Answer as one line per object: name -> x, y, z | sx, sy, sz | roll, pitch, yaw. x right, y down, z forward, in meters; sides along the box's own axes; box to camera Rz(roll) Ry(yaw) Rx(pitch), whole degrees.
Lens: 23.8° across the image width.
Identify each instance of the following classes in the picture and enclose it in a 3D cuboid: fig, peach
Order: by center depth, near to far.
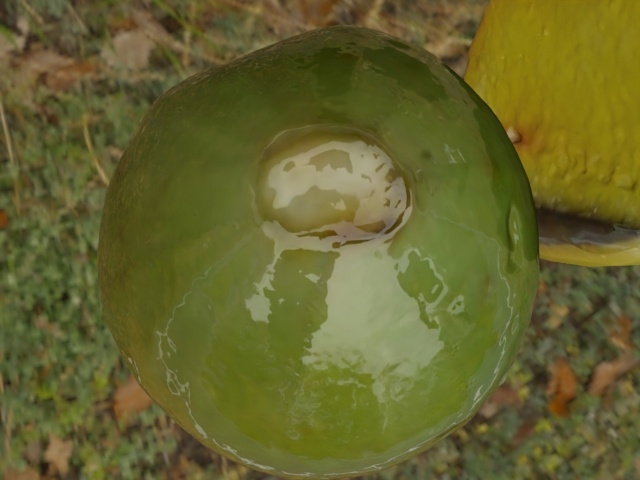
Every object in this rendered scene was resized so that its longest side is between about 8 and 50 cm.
fig -> 0.005, -0.005, 0.687 | 0.207, 0.207, 0.230 | 0, 144, -18
peach -> 0.279, -0.095, 1.007 | 0.380, 0.306, 0.242 | 2, 95, -1
